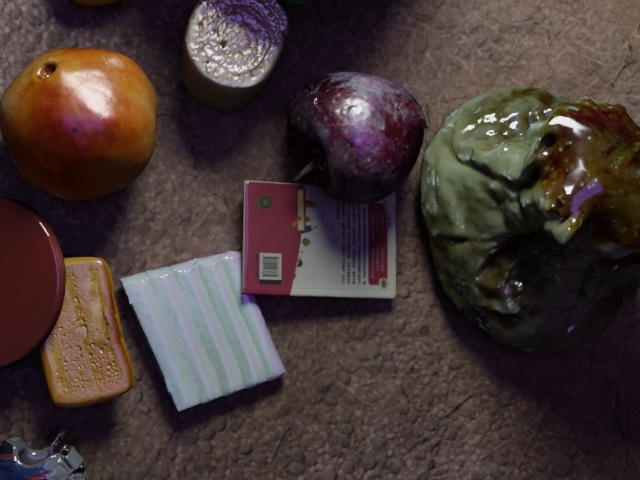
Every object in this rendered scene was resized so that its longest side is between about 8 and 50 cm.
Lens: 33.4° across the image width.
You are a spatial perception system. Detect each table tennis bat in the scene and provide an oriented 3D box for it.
[{"bbox_3d":[-0.437,0.096,1.390,0.200,0.038,0.310,17,96,16],"label":"table tennis bat"}]

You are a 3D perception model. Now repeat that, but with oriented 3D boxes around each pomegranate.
[{"bbox_3d":[-0.308,-0.152,1.384,0.209,0.209,0.209,1,86,-12],"label":"pomegranate"}]

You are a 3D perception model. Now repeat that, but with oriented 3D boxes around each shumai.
[{"bbox_3d":[0.336,-0.040,1.461,0.324,0.323,0.397,-21,90,-15],"label":"shumai"}]

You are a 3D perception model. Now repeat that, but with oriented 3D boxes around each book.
[{"bbox_3d":[0.000,0.000,1.518,0.232,0.022,0.162,3,84,-20],"label":"book"}]

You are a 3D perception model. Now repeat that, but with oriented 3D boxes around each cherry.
[{"bbox_3d":[0.051,-0.148,1.480,0.195,0.195,0.195,1,86,-12],"label":"cherry"}]

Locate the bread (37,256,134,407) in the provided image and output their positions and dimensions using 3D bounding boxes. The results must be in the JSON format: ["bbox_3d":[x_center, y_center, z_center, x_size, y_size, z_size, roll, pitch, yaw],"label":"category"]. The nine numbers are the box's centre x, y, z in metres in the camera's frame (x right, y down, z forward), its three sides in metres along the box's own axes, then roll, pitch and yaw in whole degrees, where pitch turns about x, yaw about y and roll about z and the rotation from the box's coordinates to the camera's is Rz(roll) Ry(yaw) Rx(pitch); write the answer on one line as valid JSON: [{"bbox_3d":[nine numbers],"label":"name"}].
[{"bbox_3d":[-0.324,0.120,1.427,0.116,0.077,0.200,-13,90,-12],"label":"bread"}]

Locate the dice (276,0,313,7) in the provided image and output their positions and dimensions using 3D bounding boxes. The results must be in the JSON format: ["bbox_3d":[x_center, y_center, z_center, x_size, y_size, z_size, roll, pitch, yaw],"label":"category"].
[{"bbox_3d":[-0.032,-0.531,1.400,0.330,0.348,0.328,43,82,-13],"label":"dice"}]

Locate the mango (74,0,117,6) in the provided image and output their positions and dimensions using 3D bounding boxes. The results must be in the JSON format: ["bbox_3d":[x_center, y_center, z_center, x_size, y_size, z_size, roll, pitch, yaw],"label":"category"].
[{"bbox_3d":[-0.288,-0.383,1.470,0.161,0.076,0.103,-27,88,-16],"label":"mango"}]

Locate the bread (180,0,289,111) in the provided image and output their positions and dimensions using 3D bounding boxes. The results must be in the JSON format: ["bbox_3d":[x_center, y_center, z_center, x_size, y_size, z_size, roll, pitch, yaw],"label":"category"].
[{"bbox_3d":[-0.122,-0.263,1.466,0.134,0.141,0.148,34,79,-5],"label":"bread"}]

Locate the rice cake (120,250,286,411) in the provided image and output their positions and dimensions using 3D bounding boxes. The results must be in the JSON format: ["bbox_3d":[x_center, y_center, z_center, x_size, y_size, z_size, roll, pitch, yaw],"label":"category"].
[{"bbox_3d":[-0.160,0.123,1.483,0.189,0.037,0.198,-15,89,-14],"label":"rice cake"}]

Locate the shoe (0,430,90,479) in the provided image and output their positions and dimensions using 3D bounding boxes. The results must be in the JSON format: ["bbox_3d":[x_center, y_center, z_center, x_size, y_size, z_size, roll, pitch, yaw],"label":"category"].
[{"bbox_3d":[-0.337,0.311,1.399,0.228,0.099,0.125,14,86,-7],"label":"shoe"}]
